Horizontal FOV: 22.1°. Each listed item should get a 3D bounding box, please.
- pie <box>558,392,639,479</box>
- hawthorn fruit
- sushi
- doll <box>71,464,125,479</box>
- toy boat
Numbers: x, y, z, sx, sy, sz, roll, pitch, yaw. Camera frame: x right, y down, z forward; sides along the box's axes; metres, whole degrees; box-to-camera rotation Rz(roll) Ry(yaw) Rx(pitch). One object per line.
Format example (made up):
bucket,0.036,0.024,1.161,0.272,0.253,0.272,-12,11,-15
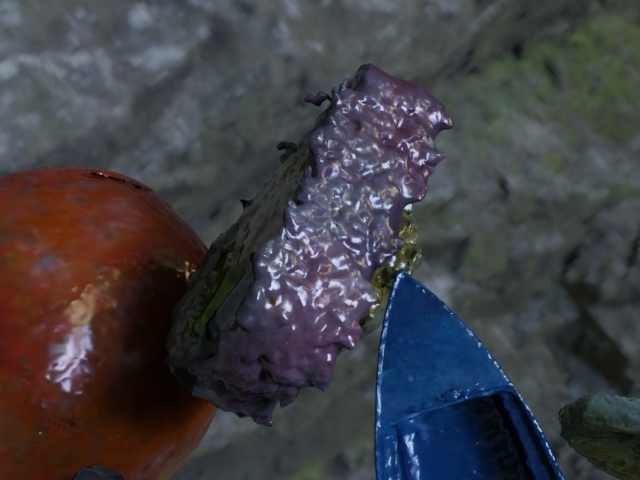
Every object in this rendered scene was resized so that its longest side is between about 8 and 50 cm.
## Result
pie,0.156,0.098,0.797,0.084,0.084,0.020,115,-4,-66
hawthorn fruit,-0.169,0.063,1.163,0.307,0.276,0.276,-24,164,-24
sushi,-0.011,0.009,1.049,0.161,0.107,0.241,-34,-153,49
doll,-0.147,0.229,0.705,0.195,0.258,0.153,-1,-169,13
toy boat,0.085,0.155,0.821,0.096,0.299,0.062,-18,-177,4
